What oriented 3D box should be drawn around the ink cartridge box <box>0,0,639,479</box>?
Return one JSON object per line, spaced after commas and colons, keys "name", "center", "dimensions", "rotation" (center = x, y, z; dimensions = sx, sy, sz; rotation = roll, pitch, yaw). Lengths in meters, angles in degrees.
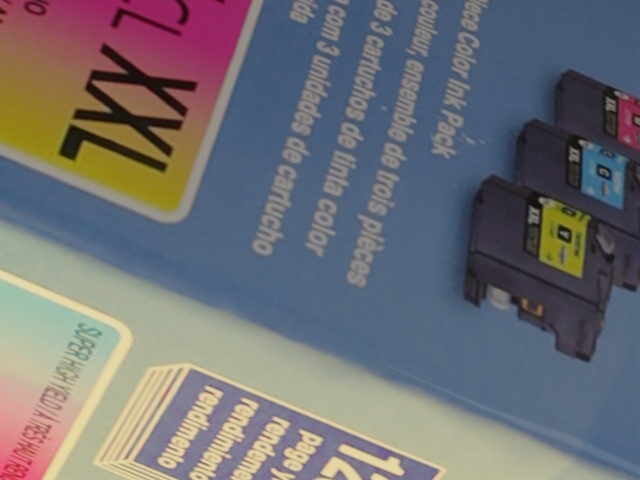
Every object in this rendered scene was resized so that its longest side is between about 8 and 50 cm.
{"name": "ink cartridge box", "center": [0.058, 0.074, 0.495], "dimensions": [0.395, 0.151, 0.270], "rotation": [22, 142, -10]}
